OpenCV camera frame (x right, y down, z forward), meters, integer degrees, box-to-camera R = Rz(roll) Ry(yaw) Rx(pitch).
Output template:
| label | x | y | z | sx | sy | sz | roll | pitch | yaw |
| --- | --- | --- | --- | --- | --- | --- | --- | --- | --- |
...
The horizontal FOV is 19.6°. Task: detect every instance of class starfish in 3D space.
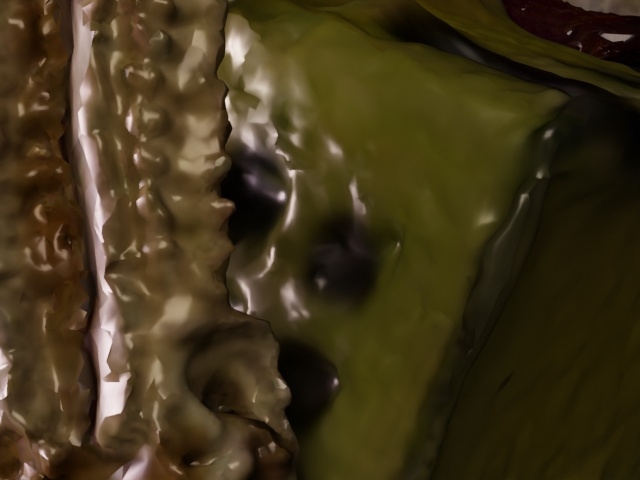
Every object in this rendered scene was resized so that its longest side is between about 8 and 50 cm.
| label | x | y | z | sx | sy | sz | roll | pitch | yaw |
| --- | --- | --- | --- | --- | --- | --- | --- | --- | --- |
| starfish | -0.126 | 0.043 | 0.490 | 0.324 | 0.082 | 0.432 | -20 | 81 | 22 |

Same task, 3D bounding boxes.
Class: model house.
| label | x | y | z | sx | sy | sz | roll | pitch | yaw |
| --- | --- | --- | --- | --- | --- | --- | --- | --- | --- |
| model house | 0.000 | 0.000 | 0.579 | 0.234 | 0.193 | 0.175 | 24 | 106 | 32 |

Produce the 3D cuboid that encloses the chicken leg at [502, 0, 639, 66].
| label | x | y | z | sx | sy | sz | roll | pitch | yaw |
| --- | --- | --- | --- | --- | --- | --- | --- | --- | --- |
| chicken leg | 0.050 | -0.091 | 0.699 | 0.205 | 0.053 | 0.093 | 35 | 68 | 25 |
